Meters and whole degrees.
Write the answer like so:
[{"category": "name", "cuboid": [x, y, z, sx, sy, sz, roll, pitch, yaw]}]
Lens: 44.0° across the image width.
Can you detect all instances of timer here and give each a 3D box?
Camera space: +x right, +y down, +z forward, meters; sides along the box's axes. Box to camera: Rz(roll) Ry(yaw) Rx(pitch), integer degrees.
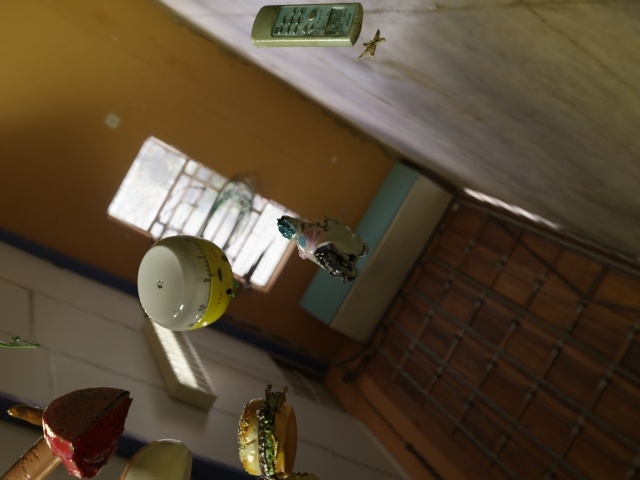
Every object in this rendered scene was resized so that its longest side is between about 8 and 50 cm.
[{"category": "timer", "cuboid": [-0.333, 0.113, 2.176, 0.285, 0.285, 0.285, 29, -177, -2]}]

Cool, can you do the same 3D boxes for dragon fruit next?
[{"category": "dragon fruit", "cuboid": [-0.554, 0.438, 1.858, 0.189, 0.163, 0.262, 39, -154, 5]}]

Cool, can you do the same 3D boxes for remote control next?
[{"category": "remote control", "cuboid": [-0.029, -0.437, 1.611, 0.234, 0.098, 0.038, 6, 158, 22]}]

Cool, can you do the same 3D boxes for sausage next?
[{"category": "sausage", "cuboid": [-0.722, 0.567, 2.029, 0.086, 0.289, 0.086, 44, 179, 1]}]

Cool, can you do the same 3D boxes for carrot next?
[{"category": "carrot", "cuboid": [-0.721, 0.479, 2.121, 0.248, 0.059, 0.059, 25, -175, -33]}]

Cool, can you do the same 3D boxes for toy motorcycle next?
[{"category": "toy motorcycle", "cuboid": [0.003, -0.005, 1.656, 0.204, 0.108, 0.239, 31, -177, 2]}]

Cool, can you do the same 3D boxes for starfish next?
[{"category": "starfish", "cuboid": [0.109, -0.400, 1.604, 0.016, 0.086, 0.092, 32, 165, -26]}]

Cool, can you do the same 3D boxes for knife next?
[{"category": "knife", "cuboid": [-0.729, 0.238, 1.847, 0.078, 0.022, 0.166, 10, 174, 17]}]

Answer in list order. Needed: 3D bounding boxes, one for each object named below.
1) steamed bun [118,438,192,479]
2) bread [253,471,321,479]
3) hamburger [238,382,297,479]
[{"category": "steamed bun", "cuboid": [-0.370, 0.544, 1.717, 0.145, 0.231, 0.232, 10, -177, 0]}, {"category": "bread", "cuboid": [-0.099, 0.663, 1.956, 0.253, 0.227, 0.142, 40, -158, -60]}, {"category": "hamburger", "cuboid": [-0.095, 0.357, 1.417, 0.093, 0.189, 0.164, -2, -160, 8]}]
